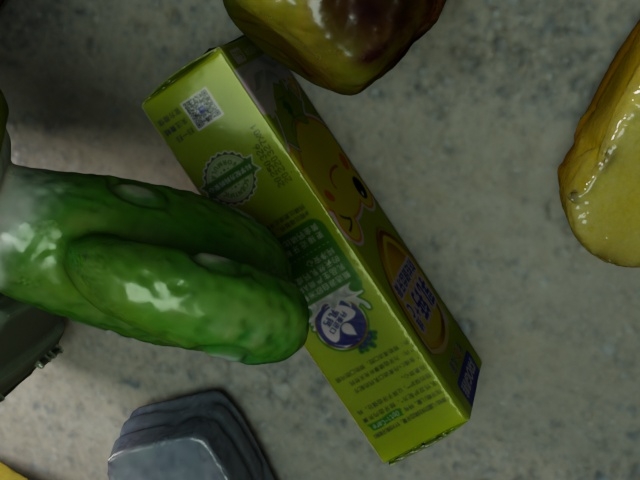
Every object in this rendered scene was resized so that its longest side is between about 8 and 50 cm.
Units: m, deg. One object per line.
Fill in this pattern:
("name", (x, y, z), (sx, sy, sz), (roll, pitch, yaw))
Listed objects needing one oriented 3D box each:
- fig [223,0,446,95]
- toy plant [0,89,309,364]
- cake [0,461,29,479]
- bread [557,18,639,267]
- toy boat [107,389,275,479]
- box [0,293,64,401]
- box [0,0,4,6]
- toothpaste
("fig", (0.006, -0.173, 0.840), (0.165, 0.144, 0.154), (-4, 72, 35))
("toy plant", (-0.165, 0.003, 0.775), (0.316, 0.224, 0.184), (20, 89, -17))
("cake", (-0.347, 0.305, 1.011), (0.286, 0.222, 0.227), (24, 112, 30))
("bread", (0.247, -0.098, 0.831), (0.102, 0.094, 0.245), (23, 111, -4))
("toy boat", (-0.083, 0.268, 1.027), (0.127, 0.078, 0.283), (-16, 101, 14))
("box", (-0.272, 0.048, 0.935), (0.148, 0.210, 0.129), (35, 108, 2))
("box", (-0.337, -0.244, 0.850), (0.229, 0.239, 0.339), (39, 111, -3))
("toothpaste", (0.000, 0.000, 0.907), (0.077, 0.110, 0.327), (-32, 97, 18))
